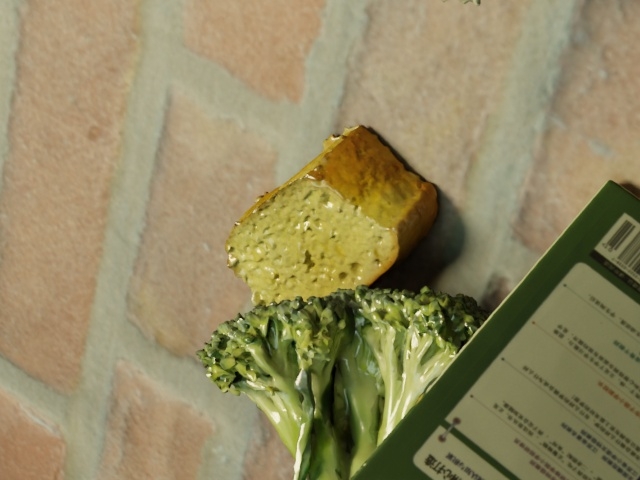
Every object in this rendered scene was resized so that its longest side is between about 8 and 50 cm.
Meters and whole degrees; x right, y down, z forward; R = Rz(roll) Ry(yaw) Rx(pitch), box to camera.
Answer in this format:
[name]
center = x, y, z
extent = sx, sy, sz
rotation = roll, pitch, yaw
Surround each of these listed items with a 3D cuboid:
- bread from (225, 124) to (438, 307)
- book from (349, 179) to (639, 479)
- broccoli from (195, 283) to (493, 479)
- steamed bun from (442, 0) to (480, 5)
[bread]
center = 0.000, 0.000, 1.283
extent = 0.103, 0.065, 0.187
rotation = 48, 138, -6
[book]
center = 0.171, 0.118, 1.095
extent = 0.202, 0.264, 0.027
rotation = 39, 164, 10
[broccoli]
center = 0.017, 0.182, 1.168
extent = 0.221, 0.361, 0.252
rotation = -4, 118, 23
[steamed bun]
center = 0.004, -0.256, 0.958
extent = 0.290, 0.272, 0.273
rotation = 37, 134, 8
